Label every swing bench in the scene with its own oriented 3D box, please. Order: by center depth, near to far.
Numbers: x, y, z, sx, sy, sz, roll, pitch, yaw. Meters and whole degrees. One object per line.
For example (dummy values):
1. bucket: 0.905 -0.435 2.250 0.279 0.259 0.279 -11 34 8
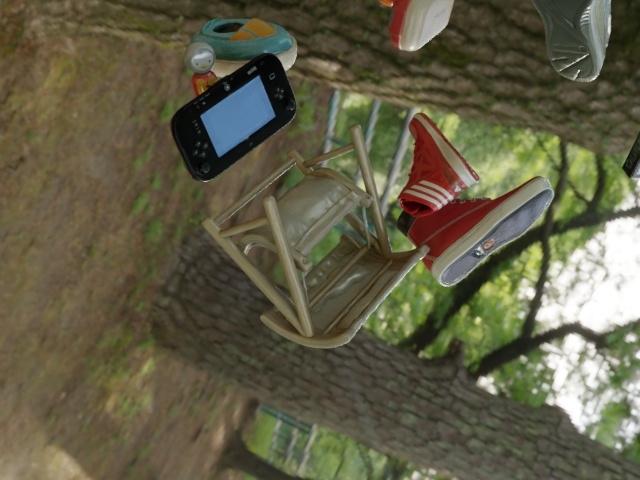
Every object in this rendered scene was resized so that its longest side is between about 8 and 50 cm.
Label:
1. swing bench: 0.000 0.000 1.514 0.165 0.255 0.253 -17 -161 44

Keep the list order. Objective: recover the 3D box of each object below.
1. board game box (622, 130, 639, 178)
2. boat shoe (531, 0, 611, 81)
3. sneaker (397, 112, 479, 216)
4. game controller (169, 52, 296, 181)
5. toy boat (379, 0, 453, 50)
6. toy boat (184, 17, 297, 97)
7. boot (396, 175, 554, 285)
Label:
1. board game box: 0.462 -0.156 1.198 0.026 0.126 0.186 -111 -154 -42
2. boat shoe: 0.417 -0.402 1.587 0.103 0.118 0.320 -57 142 -25
3. sneaker: 0.160 -0.122 1.598 0.128 0.087 0.221 -40 -151 7
4. game controller: -0.178 -0.261 2.043 0.319 0.067 0.167 -41 132 -32
5. toy boat: 0.187 -0.501 2.028 0.231 0.151 0.151 -43 154 -45
6. toy boat: -0.201 -0.420 2.178 0.318 0.267 0.148 -56 145 -49
7. boot: 0.249 -0.061 1.625 0.244 0.176 0.088 -36 143 4
